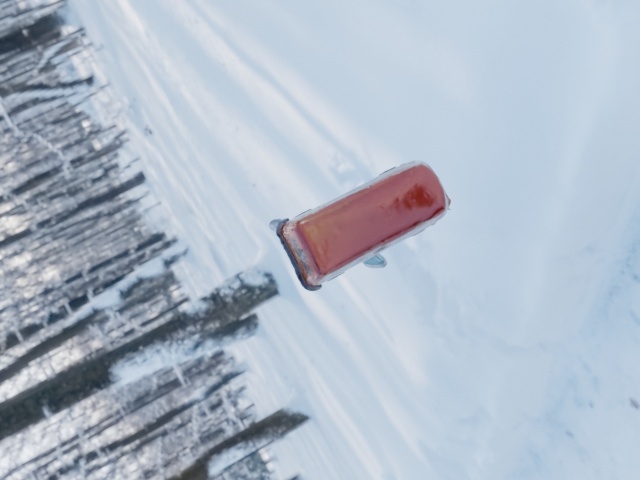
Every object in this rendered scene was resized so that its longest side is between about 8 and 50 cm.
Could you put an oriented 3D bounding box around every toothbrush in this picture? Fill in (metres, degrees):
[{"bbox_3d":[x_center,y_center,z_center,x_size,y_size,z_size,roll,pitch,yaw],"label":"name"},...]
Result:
[{"bbox_3d":[0.000,0.000,1.049,0.027,0.021,0.269,49,163,-30],"label":"toothbrush"}]

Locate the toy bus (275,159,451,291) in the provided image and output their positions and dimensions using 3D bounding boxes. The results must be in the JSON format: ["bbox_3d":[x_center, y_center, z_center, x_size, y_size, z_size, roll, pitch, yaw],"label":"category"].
[{"bbox_3d":[0.049,-0.021,0.807,0.079,0.174,0.077,63,167,2],"label":"toy bus"}]
